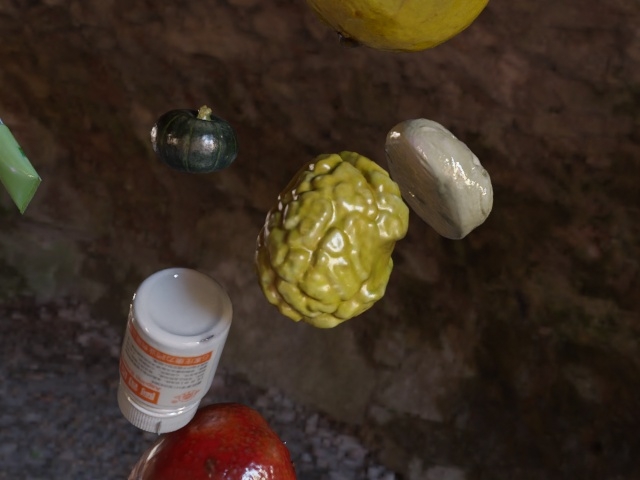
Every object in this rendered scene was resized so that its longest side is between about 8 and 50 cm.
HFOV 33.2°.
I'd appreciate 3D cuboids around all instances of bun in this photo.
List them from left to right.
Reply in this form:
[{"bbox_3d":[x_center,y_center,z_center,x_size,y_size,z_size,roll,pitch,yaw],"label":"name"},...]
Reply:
[{"bbox_3d":[0.205,-0.109,1.786,0.210,0.116,0.237,47,-11,27],"label":"bun"}]

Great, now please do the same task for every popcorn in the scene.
[{"bbox_3d":[0.000,0.000,1.374,0.200,0.225,0.203,0,-7,-31],"label":"popcorn"}]

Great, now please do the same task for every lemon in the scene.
[{"bbox_3d":[0.105,-0.391,1.385,0.297,0.296,0.297,9,4,-1],"label":"lemon"}]

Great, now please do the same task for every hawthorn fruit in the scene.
[{"bbox_3d":[-0.186,0.407,1.725,0.307,0.265,0.265,-20,10,-10],"label":"hawthorn fruit"}]

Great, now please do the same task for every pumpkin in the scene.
[{"bbox_3d":[-0.236,-0.189,2.026,0.167,0.125,0.167,-7,13,2],"label":"pumpkin"}]

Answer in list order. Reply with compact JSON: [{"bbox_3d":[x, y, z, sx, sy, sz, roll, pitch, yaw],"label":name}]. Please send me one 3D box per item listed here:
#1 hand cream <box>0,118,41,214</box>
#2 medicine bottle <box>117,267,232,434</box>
[{"bbox_3d":[-0.536,-0.140,1.841,0.046,0.095,0.175,-19,67,-49],"label":"hand cream"},{"bbox_3d":[-0.214,0.163,1.543,0.145,0.144,0.252,8,-40,-9],"label":"medicine bottle"}]
